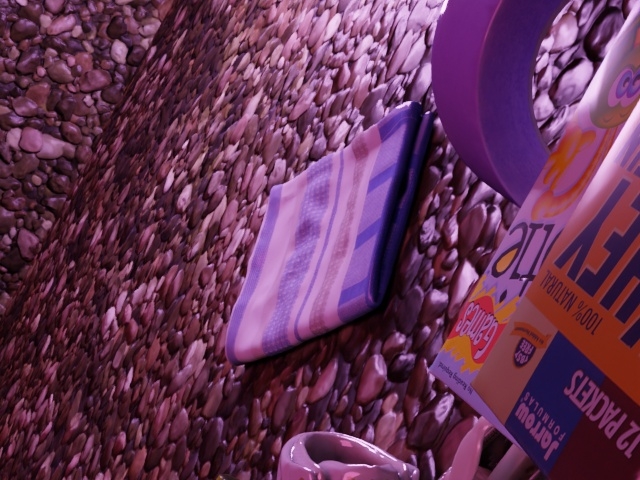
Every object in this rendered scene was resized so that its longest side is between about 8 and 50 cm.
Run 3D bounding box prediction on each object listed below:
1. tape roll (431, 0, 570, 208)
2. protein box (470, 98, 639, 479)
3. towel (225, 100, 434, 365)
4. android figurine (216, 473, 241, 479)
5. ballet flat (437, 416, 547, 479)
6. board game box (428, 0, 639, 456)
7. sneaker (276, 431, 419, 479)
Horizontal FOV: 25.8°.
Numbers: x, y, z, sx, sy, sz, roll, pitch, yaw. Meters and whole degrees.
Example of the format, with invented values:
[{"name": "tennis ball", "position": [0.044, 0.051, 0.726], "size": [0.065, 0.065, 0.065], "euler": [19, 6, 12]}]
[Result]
[{"name": "tape roll", "position": [0.164, -0.098, 0.798], "size": [0.189, 0.189, 0.080], "euler": [-60, 21, 8]}, {"name": "protein box", "position": [0.205, 0.033, 0.525], "size": [0.201, 0.199, 0.136], "euler": [-61, 20, 9]}, {"name": "towel", "position": [0.000, 0.000, 1.301], "size": [0.285, 0.034, 0.209], "euler": [-27, 42, 58]}, {"name": "android figurine", "position": [-0.122, 0.335, 1.157], "size": [0.273, 0.056, 0.248], "euler": [-61, 21, 0]}, {"name": "ballet flat", "position": [0.133, 0.103, 0.805], "size": [0.213, 0.068, 0.072], "euler": [-56, 26, 20]}, {"name": "board game box", "position": [0.196, -0.007, 0.671], "size": [0.275, 0.142, 0.144], "euler": [-61, 20, 3]}, {"name": "sneaker", "position": [0.013, 0.222, 0.834], "size": [0.292, 0.108, 0.169], "euler": [-123, 39, -68]}]
